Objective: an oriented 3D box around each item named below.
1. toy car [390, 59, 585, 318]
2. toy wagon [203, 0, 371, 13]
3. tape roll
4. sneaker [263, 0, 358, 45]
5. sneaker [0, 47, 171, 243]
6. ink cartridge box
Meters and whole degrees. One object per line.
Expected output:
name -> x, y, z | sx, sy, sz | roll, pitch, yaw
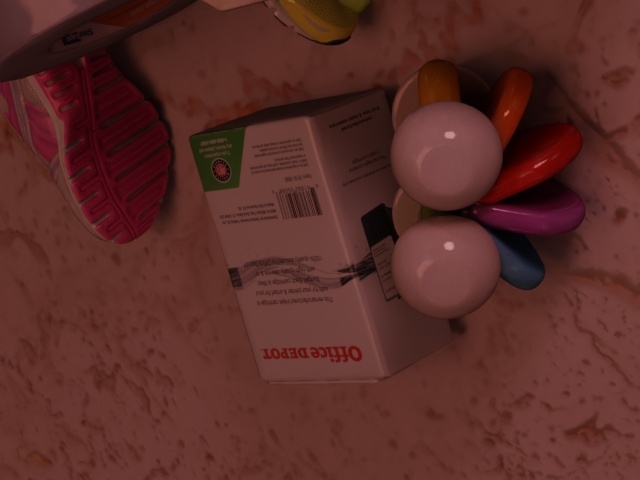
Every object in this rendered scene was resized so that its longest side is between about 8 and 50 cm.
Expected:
toy car -> 0.117, -0.037, 1.265 | 0.136, 0.159, 0.182 | 0, 112, 3
toy wagon -> -0.021, -0.329, 1.224 | 0.267, 0.068, 0.344 | 31, 95, -4
tape roll -> -0.170, -0.198, 1.375 | 0.219, 0.219, 0.072 | -25, 90, 44
sneaker -> -0.007, -0.245, 1.311 | 0.094, 0.081, 0.208 | -11, 100, 41
sneaker -> -0.214, -0.115, 1.541 | 0.111, 0.103, 0.252 | -6, 108, 58
ink cartridge box -> 0.000, 0.000, 1.394 | 0.153, 0.087, 0.208 | -4, 105, 49
